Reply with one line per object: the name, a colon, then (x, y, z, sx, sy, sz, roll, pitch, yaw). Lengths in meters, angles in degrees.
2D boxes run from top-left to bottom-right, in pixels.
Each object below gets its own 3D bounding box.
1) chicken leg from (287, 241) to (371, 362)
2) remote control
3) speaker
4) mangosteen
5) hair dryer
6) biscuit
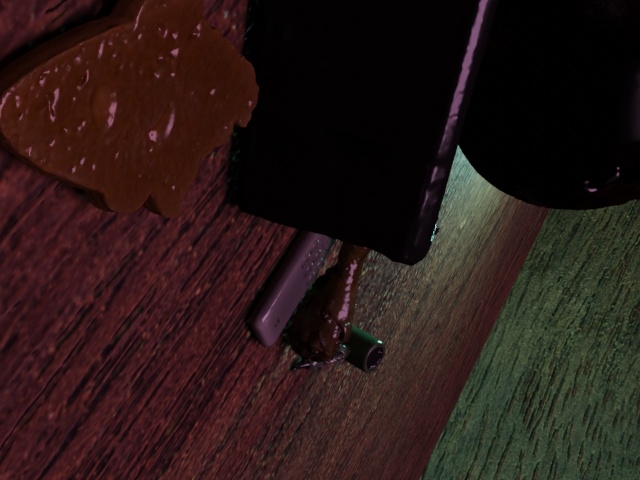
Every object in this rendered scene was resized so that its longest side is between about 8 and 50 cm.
chicken leg: (0.023, 0.055, 0.900, 0.197, 0.069, 0.085, -66, 168, 15)
remote control: (0.000, 0.000, 0.872, 0.261, 0.029, 0.067, -59, 158, -25)
speaker: (0.053, -0.156, 0.666, 0.184, 0.180, 0.388, -47, 153, -58)
mangosteen: (0.350, -0.254, 1.096, 0.382, 0.382, 0.435, 56, 25, -66)
hair dryer: (0.012, 0.151, 1.026, 0.150, 0.071, 0.047, -12, 119, -46)
biscuit: (-0.113, -0.087, 0.499, 0.250, 0.035, 0.162, -21, 124, -64)
